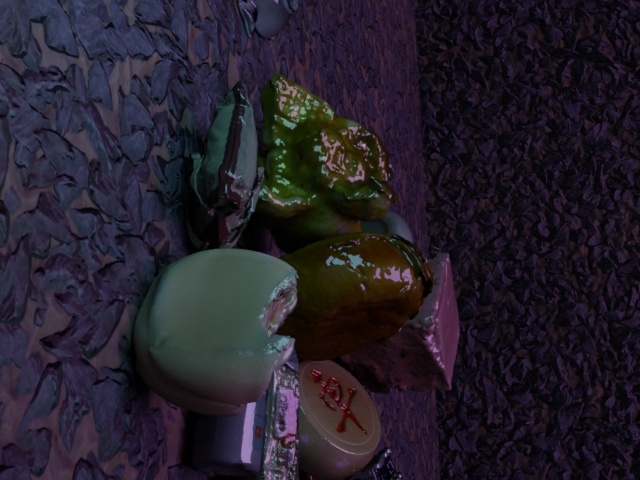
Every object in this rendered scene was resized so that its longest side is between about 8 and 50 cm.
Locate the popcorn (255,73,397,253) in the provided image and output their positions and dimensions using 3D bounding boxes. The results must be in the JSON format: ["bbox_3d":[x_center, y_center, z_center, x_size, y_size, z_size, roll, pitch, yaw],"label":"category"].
[{"bbox_3d":[-0.031,-0.112,1.467,0.325,0.321,0.290,-41,172,-42],"label":"popcorn"}]

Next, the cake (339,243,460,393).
[{"bbox_3d":[0.196,0.224,2.035,0.293,0.306,0.314,-74,154,-45],"label":"cake"}]

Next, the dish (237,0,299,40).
[{"bbox_3d":[-0.099,-0.521,1.622,0.246,0.078,0.224,-76,157,-46],"label":"dish"}]

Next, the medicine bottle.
[{"bbox_3d":[-0.136,0.199,1.273,0.110,0.110,0.352,57,33,-58],"label":"medicine bottle"}]

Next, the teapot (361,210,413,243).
[{"bbox_3d":[0.130,-0.008,1.961,0.149,0.219,0.318,57,23,-44],"label":"teapot"}]

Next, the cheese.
[{"bbox_3d":[-0.135,0.124,1.109,0.266,0.233,0.127,-73,164,-45],"label":"cheese"}]

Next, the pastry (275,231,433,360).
[{"bbox_3d":[0.037,0.106,1.443,0.356,0.356,0.164,46,24,-65],"label":"pastry"}]

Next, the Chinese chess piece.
[{"bbox_3d":[0.006,0.345,1.519,0.250,0.097,0.251,34,28,-21],"label":"Chinese chess piece"}]

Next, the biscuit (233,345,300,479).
[{"bbox_3d":[-0.090,0.334,1.328,0.079,0.186,0.309,12,71,-26],"label":"biscuit"}]

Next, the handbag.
[{"bbox_3d":[-0.156,-0.106,1.258,0.213,0.127,0.235,112,-9,-54],"label":"handbag"}]

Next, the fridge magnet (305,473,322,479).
[{"bbox_3d":[0.003,0.516,1.744,0.143,0.063,0.143,-6,90,-71],"label":"fridge magnet"}]

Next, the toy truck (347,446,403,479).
[{"bbox_3d":[0.147,0.645,2.108,0.098,0.114,0.227,65,15,7],"label":"toy truck"}]
